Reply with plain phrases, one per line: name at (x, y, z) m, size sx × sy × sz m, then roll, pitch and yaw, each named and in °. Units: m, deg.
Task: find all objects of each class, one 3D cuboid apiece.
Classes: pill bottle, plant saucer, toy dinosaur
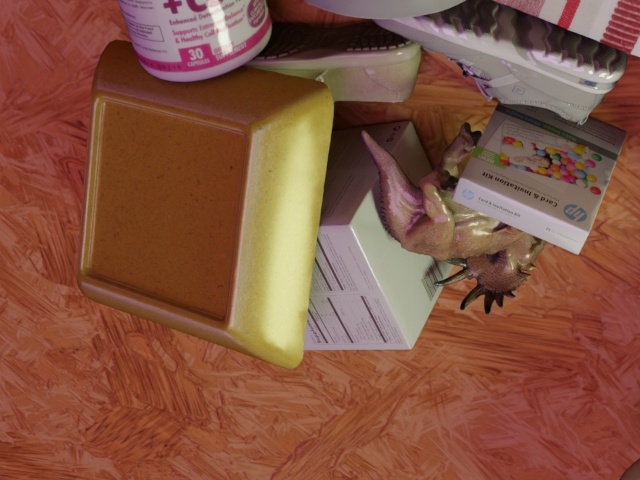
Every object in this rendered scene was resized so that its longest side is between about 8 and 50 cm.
pill bottle at (-0.159, -0.329, 1.397) m, size 0.160 × 0.160 × 0.283 m, roll 6°, pitch 133°, yaw 25°
plant saucer at (-0.160, -0.042, 1.483) m, size 0.333 × 0.081 × 0.332 m, roll 16°, pitch 106°, yaw 30°
toy dinosaur at (0.157, -0.015, 1.479) m, size 0.296 × 0.127 × 0.200 m, roll 19°, pitch 138°, yaw -18°

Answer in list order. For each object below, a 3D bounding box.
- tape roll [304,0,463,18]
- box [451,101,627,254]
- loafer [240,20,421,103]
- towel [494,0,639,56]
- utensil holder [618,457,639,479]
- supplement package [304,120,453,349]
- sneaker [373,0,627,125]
tape roll at (0.061, -0.305, 1.253) m, size 0.219 × 0.219 × 0.072 m, roll 15°, pitch 136°, yaw 17°
box at (0.238, -0.081, 1.390) m, size 0.145 × 0.186 × 0.038 m, roll 24°, pitch 136°, yaw 8°
loafer at (-0.008, -0.192, 1.488) m, size 0.269 × 0.102 × 0.092 m, roll 2°, pitch 125°, yaw 27°
towel at (0.348, -0.278, 1.253) m, size 0.329 × 0.037 × 0.237 m, roll 23°, pitch 136°, yaw 6°
utensil holder at (0.558, 0.305, 1.485) m, size 0.328 × 0.327 × 0.385 m, roll 34°, pitch 141°, yaw -3°
supplement package at (0.000, 0.000, 1.593) m, size 0.263 × 0.199 × 0.198 m, roll -4°, pitch 128°, yaw 34°
sneaker at (0.175, -0.196, 1.377) m, size 0.281 × 0.105 × 0.115 m, roll 24°, pitch 137°, yaw 7°
